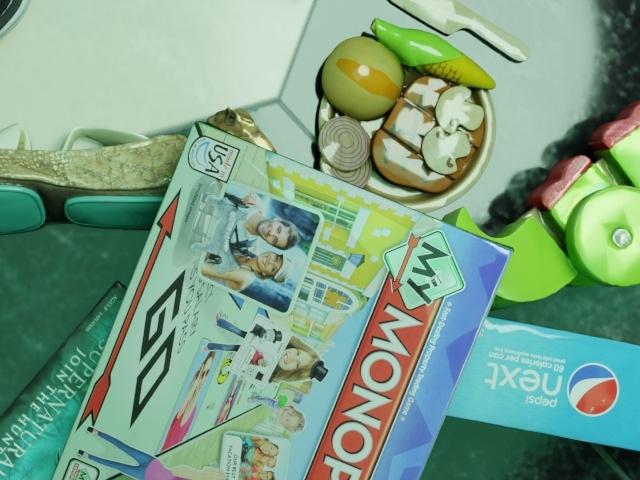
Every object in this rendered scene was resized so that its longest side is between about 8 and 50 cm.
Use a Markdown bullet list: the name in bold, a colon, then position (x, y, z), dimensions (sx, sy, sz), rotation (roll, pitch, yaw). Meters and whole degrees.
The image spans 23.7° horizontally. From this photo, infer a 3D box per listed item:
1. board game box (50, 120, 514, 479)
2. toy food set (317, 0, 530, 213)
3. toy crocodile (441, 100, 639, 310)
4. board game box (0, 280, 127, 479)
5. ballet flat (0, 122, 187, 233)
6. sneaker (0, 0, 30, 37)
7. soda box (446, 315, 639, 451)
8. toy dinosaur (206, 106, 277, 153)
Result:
- **board game box**: position (-0.037, 0.111, 0.954), dimensions (0.213, 0.046, 0.317), rotation (22, 94, 7)
- **toy food set**: position (0.057, -0.081, 1.036), dimensions (0.132, 0.038, 0.192), rotation (28, 86, -5)
- **toy crocodile**: position (0.230, -0.058, 1.016), dimensions (0.340, 0.115, 0.105), rotation (-35, 93, -5)
- **board game box**: position (-0.149, 0.137, 1.015), dimensions (0.126, 0.026, 0.186), rotation (40, 85, -4)
- **ballet flat**: position (-0.178, -0.043, 1.005), dimensions (0.206, 0.073, 0.067), rotation (1, 62, -9)
- **sneaker**: position (-0.309, -0.129, 0.938), dimensions (0.268, 0.153, 0.101), rotation (-28, 92, -6)
- **soda box**: position (0.138, 0.091, 1.028), dimensions (0.210, 0.067, 0.071), rotation (11, 88, -6)
- **toy dinosaur**: position (0.000, 0.000, 1.004), dimensions (0.211, 0.064, 0.112), rotation (38, 103, -13)
